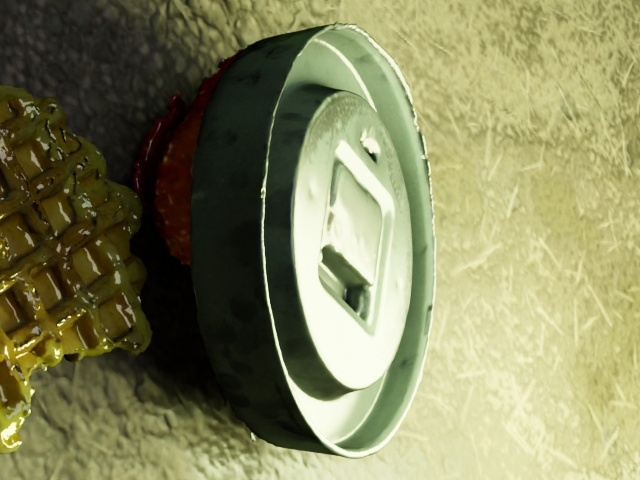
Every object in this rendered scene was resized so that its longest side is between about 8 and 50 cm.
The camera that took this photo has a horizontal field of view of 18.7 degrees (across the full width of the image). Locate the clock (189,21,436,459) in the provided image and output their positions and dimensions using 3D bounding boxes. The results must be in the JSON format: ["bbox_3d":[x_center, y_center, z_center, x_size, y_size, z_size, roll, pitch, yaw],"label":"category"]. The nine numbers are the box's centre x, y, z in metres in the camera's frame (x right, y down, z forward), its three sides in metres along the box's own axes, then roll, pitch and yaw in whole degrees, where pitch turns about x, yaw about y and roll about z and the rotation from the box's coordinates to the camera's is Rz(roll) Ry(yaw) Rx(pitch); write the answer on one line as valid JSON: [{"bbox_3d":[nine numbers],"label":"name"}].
[{"bbox_3d":[0.001,0.001,1.384,0.312,0.061,0.312,-3,90,-65],"label":"clock"}]

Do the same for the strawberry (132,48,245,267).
[{"bbox_3d":[-0.074,-0.054,1.399,0.188,0.082,0.121,-78,149,-42],"label":"strawberry"}]

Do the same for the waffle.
[{"bbox_3d":[-0.217,0.012,1.233,0.291,0.051,0.291,20,62,-43],"label":"waffle"}]
